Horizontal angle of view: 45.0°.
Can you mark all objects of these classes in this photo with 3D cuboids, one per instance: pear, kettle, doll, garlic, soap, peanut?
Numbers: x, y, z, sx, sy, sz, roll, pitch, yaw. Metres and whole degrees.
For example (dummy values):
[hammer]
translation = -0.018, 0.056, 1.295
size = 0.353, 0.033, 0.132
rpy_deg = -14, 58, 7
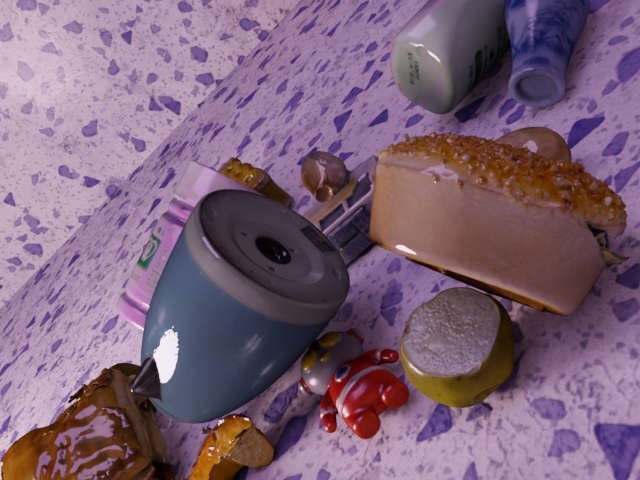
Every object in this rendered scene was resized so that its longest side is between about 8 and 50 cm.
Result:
[pear]
translation = 0.168, 0.133, 0.921
size = 0.141, 0.104, 0.141
rpy_deg = -15, 52, 20
[kettle]
translation = -0.119, 0.130, 1.172
size = 0.247, 0.319, 0.342
rpy_deg = 49, 121, 29
[doll]
translation = 0.035, 0.188, 1.087
size = 0.142, 0.076, 0.245
rpy_deg = -44, 29, -6
[garlic]
translation = -0.004, -0.120, 1.355
size = 0.084, 0.066, 0.152
rpy_deg = -49, 28, 2
[soap]
translation = -0.225, -0.043, 1.737
size = 0.281, 0.143, 0.259
rpy_deg = -51, 30, -4
[peanut]
translation = 0.242, -0.094, 1.119
size = 0.117, 0.101, 0.263
rpy_deg = -40, 18, -32

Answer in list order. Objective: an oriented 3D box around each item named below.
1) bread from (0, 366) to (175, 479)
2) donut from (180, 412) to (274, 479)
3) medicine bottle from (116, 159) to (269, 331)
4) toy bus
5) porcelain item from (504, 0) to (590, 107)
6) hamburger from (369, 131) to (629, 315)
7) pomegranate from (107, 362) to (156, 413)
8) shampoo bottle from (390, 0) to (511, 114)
[bread]
translation = -0.412, 0.405, 1.304
size = 0.324, 0.167, 0.277
rpy_deg = -47, 48, 11
[donut]
translation = -0.143, 0.350, 1.141
size = 0.146, 0.078, 0.181
rpy_deg = -21, 43, 46
[medicine bottle]
translation = -0.231, 0.033, 1.491
size = 0.326, 0.212, 0.212
rpy_deg = -63, 26, -1
[toy bus]
translation = 0.000, 0.000, 1.371
size = 0.342, 0.097, 0.138
rpy_deg = -40, 25, 16
[porcelain item]
translation = 0.362, -0.340, 1.248
size = 0.141, 0.141, 0.259
rpy_deg = -19, 48, 46
[hamburger]
translation = 0.196, -0.030, 0.894
size = 0.302, 0.302, 0.170
rpy_deg = 22, 91, 63
[pomegranate]
translation = -0.385, 0.314, 1.527
size = 0.152, 0.131, 0.191
rpy_deg = -54, 4, -2
[shampoo bottle]
translation = 0.281, -0.400, 1.393
size = 0.151, 0.222, 0.349
rpy_deg = 32, 68, 24
